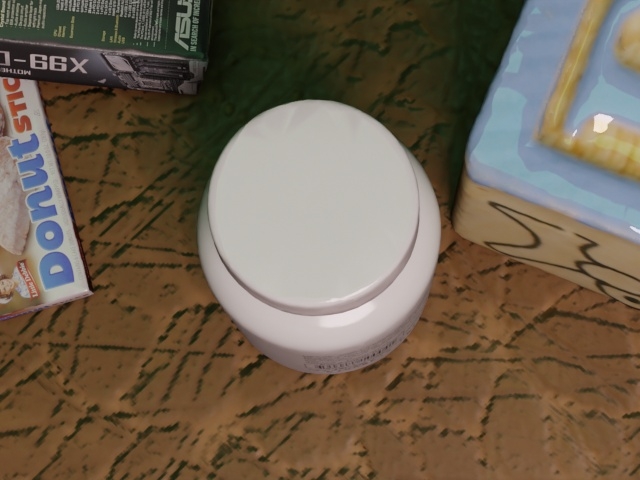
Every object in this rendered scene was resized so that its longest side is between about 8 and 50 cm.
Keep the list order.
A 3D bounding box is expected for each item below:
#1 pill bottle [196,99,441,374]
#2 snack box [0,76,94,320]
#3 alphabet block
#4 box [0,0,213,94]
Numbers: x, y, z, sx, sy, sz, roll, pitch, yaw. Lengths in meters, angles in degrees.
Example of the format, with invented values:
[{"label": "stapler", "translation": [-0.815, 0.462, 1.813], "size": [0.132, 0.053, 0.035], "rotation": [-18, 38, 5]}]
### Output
[{"label": "pill bottle", "translation": [0.000, 0.000, 0.824], "size": [0.131, 0.229, 0.131], "rotation": [0, 80, 2]}, {"label": "snack box", "translation": [-0.196, -0.043, 0.945], "size": [0.064, 0.022, 0.178], "rotation": [-16, 80, -2]}, {"label": "alphabet block", "translation": [0.193, -0.072, 0.846], "size": [0.192, 0.197, 0.193], "rotation": [24, 82, 6]}, {"label": "box", "translation": [-0.180, -0.256, 0.930], "size": [0.242, 0.076, 0.307], "rotation": [4, 80, -9]}]
